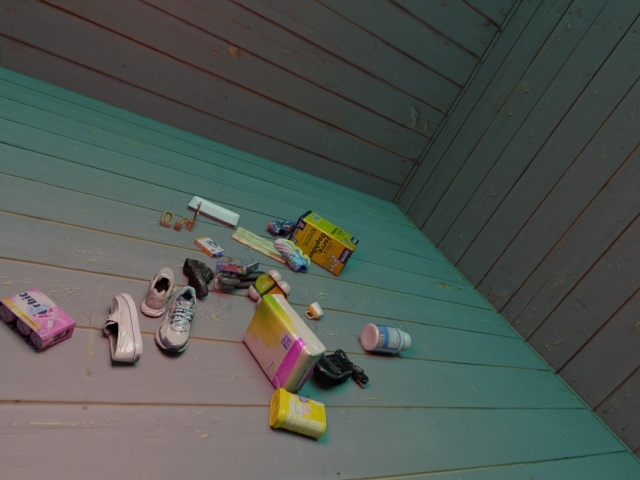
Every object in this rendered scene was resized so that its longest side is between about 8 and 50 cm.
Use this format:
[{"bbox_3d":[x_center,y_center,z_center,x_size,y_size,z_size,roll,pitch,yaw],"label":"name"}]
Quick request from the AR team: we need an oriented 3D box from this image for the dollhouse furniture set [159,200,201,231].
[{"bbox_3d":[-0.672,-0.133,2.076,0.151,0.123,0.144,20,24,-21],"label":"dollhouse furniture set"}]

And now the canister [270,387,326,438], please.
[{"bbox_3d":[-0.072,0.562,1.395,0.170,0.073,0.126,24,23,-16],"label":"canister"}]

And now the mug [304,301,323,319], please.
[{"bbox_3d":[-0.025,0.332,1.969,0.064,0.078,0.062,51,-2,25],"label":"mug"}]

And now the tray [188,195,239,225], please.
[{"bbox_3d":[-0.581,-0.155,2.351,0.271,0.030,0.145,24,24,-13],"label":"tray"}]

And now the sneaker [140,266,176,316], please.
[{"bbox_3d":[-0.574,0.161,1.583,0.099,0.121,0.262,22,24,-19],"label":"sneaker"}]

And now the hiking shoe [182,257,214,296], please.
[{"bbox_3d":[-0.482,0.147,1.763,0.114,0.086,0.227,6,31,-37],"label":"hiking shoe"}]

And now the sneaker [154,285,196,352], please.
[{"bbox_3d":[-0.487,0.260,1.476,0.110,0.122,0.283,20,24,-21],"label":"sneaker"}]

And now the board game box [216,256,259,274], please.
[{"bbox_3d":[-0.365,0.111,1.918,0.136,0.035,0.201,9,5,5],"label":"board game box"}]

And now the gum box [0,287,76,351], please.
[{"bbox_3d":[-0.813,0.228,1.237,0.188,0.062,0.107,34,23,12],"label":"gum box"}]

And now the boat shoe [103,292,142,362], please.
[{"bbox_3d":[-0.631,0.267,1.342,0.088,0.096,0.267,13,35,-43],"label":"boat shoe"}]

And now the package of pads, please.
[{"bbox_3d":[-0.138,0.368,1.524,0.101,0.229,0.296,-2,39,-46],"label":"package of pads"}]

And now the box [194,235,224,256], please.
[{"bbox_3d":[-0.522,0.034,2.032,0.136,0.028,0.081,39,24,16],"label":"box"}]

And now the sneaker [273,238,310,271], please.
[{"bbox_3d":[-0.143,0.085,2.249,0.240,0.091,0.126,32,25,-28],"label":"sneaker"}]

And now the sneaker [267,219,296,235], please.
[{"bbox_3d":[-0.216,-0.063,2.546,0.221,0.083,0.087,-6,54,-46],"label":"sneaker"}]

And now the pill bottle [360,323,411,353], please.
[{"bbox_3d":[0.306,0.458,1.988,0.222,0.124,0.124,16,26,-31],"label":"pill bottle"}]

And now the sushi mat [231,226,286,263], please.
[{"bbox_3d":[-0.314,0.023,2.308,0.317,0.019,0.151,27,22,-6],"label":"sushi mat"}]

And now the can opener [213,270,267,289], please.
[{"bbox_3d":[-0.342,0.179,1.874,0.093,0.074,0.280,25,14,36],"label":"can opener"}]

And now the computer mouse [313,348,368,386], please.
[{"bbox_3d":[0.057,0.510,1.672,0.188,0.072,0.272,42,14,33],"label":"computer mouse"}]

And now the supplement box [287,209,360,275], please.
[{"bbox_3d":[0.015,0.010,2.489,0.357,0.194,0.195,31,22,6],"label":"supplement box"}]

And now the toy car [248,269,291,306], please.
[{"bbox_3d":[-0.209,0.230,1.869,0.182,0.159,0.136,46,-7,35],"label":"toy car"}]
